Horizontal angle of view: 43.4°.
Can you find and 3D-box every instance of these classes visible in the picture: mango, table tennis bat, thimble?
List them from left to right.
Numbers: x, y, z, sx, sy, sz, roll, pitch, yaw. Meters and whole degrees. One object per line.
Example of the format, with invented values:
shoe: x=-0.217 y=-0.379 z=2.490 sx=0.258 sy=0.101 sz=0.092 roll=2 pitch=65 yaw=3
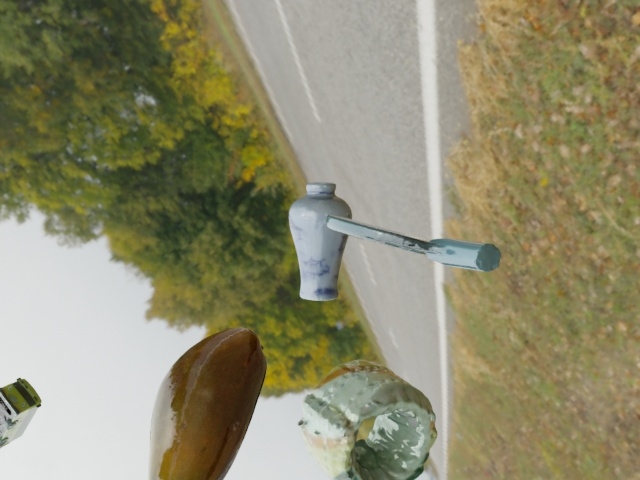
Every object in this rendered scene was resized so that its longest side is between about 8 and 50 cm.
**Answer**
mango: x=-0.159 y=0.233 z=1.080 sx=0.133 sy=0.267 sz=0.111 roll=38 pitch=145 yaw=-25
thimble: x=0.095 y=0.385 z=1.642 sx=0.288 sy=0.254 sz=0.167 roll=31 pitch=178 yaw=-38
table tennis bat: x=0.139 y=0.002 z=1.210 sx=0.215 sy=0.044 sz=0.329 roll=15 pitch=180 yaw=-33

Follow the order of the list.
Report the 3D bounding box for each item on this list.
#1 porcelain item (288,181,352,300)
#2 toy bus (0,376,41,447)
porcelain item: x=0.000 y=0.000 z=1.787 sx=0.141 sy=0.141 sz=0.259 roll=-142 pitch=52 yaw=-83
toy bus: x=-0.727 y=0.404 z=1.886 sx=0.088 sy=0.175 sz=0.101 roll=48 pitch=-144 yaw=13
